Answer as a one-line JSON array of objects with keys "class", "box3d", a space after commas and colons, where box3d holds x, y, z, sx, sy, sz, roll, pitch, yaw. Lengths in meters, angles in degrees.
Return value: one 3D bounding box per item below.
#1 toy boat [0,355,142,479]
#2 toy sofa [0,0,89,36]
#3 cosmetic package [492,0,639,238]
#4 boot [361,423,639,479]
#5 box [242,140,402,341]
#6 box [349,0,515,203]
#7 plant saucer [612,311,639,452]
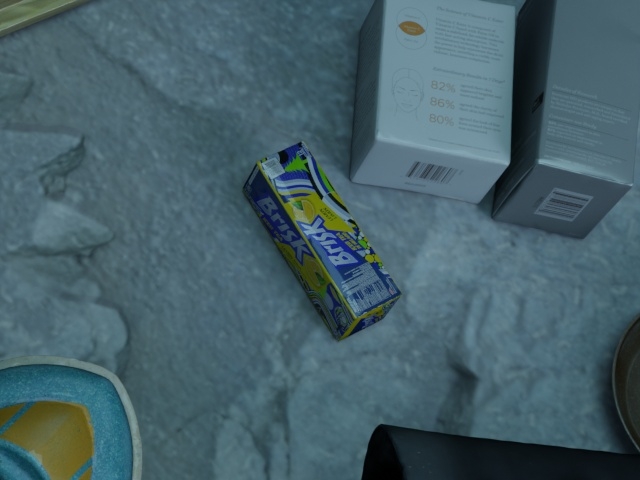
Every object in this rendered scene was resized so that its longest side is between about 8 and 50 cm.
[{"class": "toy boat", "box3d": [-0.195, 0.237, 1.514, 0.318, 0.148, 0.267, 38, 70, 0]}, {"class": "toy sofa", "box3d": [-0.281, -0.272, 1.735, 0.362, 0.150, 0.177, -26, 71, -25]}, {"class": "cosmetic package", "box3d": [0.236, -0.136, 1.836, 0.107, 0.127, 0.238, 12, 62, -10]}, {"class": "boot", "box3d": [0.242, 0.191, 1.607, 0.445, 0.146, 0.367, 1, 50, -15]}, {"class": "box", "box3d": [0.000, 0.000, 1.740, 0.054, 0.059, 0.169, -25, 75, -26]}, {"class": "box", "box3d": [0.104, -0.137, 1.816, 0.130, 0.091, 0.170, 11, 64, -11]}, {"class": "plant saucer", "box3d": [0.352, 0.145, 1.789, 0.198, 0.036, 0.199, 6, 64, -13]}]
